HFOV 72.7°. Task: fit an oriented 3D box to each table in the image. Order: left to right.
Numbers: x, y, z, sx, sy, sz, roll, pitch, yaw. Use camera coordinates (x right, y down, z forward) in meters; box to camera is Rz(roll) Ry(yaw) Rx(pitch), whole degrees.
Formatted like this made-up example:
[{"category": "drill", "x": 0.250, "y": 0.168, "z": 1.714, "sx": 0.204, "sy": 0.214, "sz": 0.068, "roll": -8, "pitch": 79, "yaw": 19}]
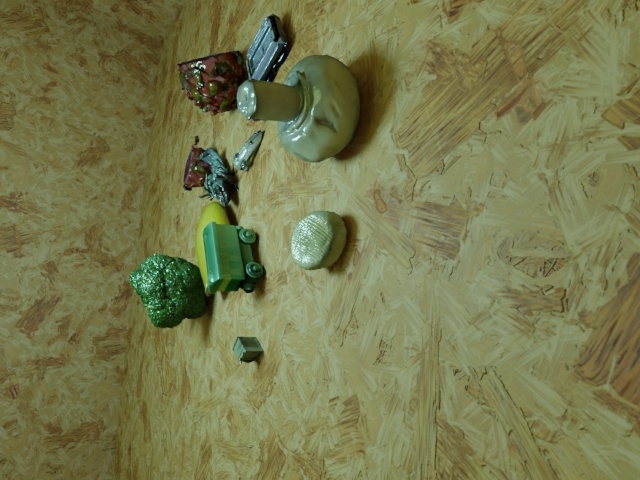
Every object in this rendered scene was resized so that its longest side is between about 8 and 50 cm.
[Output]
[{"category": "table", "x": -0.263, "y": 0.398, "z": 1.572, "sx": 0.083, "sy": 0.079, "sz": 0.062, "roll": 44, "pitch": 117, "yaw": 49}]

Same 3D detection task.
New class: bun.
[{"category": "bun", "x": 0.000, "y": 0.000, "z": 1.271, "sx": 0.164, "sy": 0.111, "sz": 0.188, "roll": 27, "pitch": 102, "yaw": 37}]

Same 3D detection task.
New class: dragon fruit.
[{"category": "dragon fruit", "x": -0.605, "y": -0.379, "z": 2.221, "sx": 0.211, "sy": 0.147, "sz": 0.281, "roll": 24, "pitch": 99, "yaw": 64}, {"category": "dragon fruit", "x": -0.490, "y": -0.731, "z": 2.049, "sx": 0.314, "sy": 0.296, "sz": 0.262, "roll": 26, "pitch": 138, "yaw": 52}]

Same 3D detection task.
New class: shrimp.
[{"category": "shrimp", "x": -0.472, "y": -0.289, "z": 1.989, "sx": 0.221, "sy": 0.166, "sz": 0.410, "roll": -42, "pitch": 33, "yaw": 18}]

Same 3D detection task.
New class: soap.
[{"category": "soap", "x": -0.476, "y": 0.020, "z": 1.943, "sx": 0.306, "sy": 0.115, "sz": 0.427, "roll": -61, "pitch": 38, "yaw": 35}]

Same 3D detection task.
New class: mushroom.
[{"category": "mushroom", "x": -0.060, "y": -0.390, "z": 1.246, "sx": 0.315, "sy": 0.337, "sz": 0.313, "roll": 2, "pitch": 92, "yaw": 54}]

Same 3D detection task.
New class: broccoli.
[{"category": "broccoli", "x": -0.683, "y": 0.220, "z": 1.987, "sx": 0.413, "sy": 0.311, "sz": 0.320, "roll": -87, "pitch": -10, "yaw": -61}]

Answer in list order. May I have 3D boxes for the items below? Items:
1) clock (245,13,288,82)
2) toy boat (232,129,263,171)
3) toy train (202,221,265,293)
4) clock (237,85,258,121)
[{"category": "clock", "x": -0.220, "y": -0.769, "z": 1.787, "sx": 0.253, "sy": 0.084, "sz": 0.186, "roll": -45, "pitch": 47, "yaw": 40}, {"category": "toy boat", "x": -0.301, "y": -0.383, "z": 1.837, "sx": 0.084, "sy": 0.066, "sz": 0.210, "roll": 47, "pitch": 117, "yaw": 10}, {"category": "toy train", "x": -0.337, "y": 0.064, "z": 1.655, "sx": 0.120, "sy": 0.203, "sz": 0.300, "roll": -51, "pitch": 44, "yaw": 43}, {"category": "clock", "x": -0.273, "y": -0.569, "z": 1.792, "sx": 0.050, "sy": 0.110, "sz": 0.152, "roll": -23, "pitch": 94, "yaw": 17}]
